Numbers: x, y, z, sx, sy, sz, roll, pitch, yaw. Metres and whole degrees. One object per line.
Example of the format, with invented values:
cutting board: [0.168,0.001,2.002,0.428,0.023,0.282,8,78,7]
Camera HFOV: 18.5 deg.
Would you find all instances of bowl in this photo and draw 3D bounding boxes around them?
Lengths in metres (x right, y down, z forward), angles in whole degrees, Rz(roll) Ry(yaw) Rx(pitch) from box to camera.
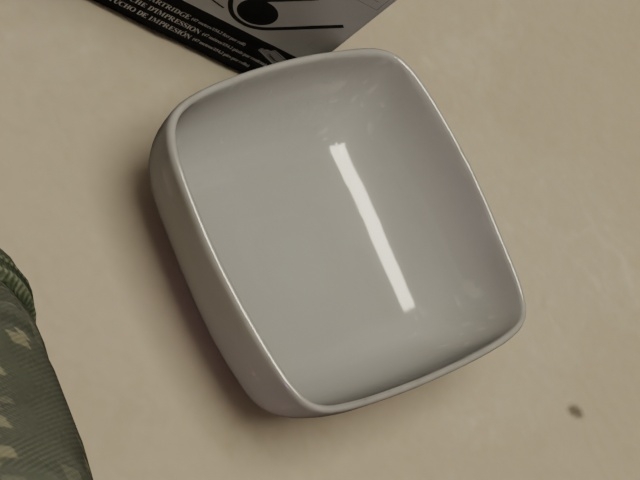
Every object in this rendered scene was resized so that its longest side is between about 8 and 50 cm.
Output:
bowl: [0.000,0.000,0.796,0.142,0.053,0.142,-19,81,-40]

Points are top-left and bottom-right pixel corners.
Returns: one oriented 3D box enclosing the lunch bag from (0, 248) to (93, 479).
lunch bag: [-0.229,0.051,0.489,0.305,0.212,0.256,-5,42,-24]

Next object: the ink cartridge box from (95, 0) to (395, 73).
ink cartridge box: [-0.073,-0.137,0.782,0.207,0.097,0.046,25,56,-24]
